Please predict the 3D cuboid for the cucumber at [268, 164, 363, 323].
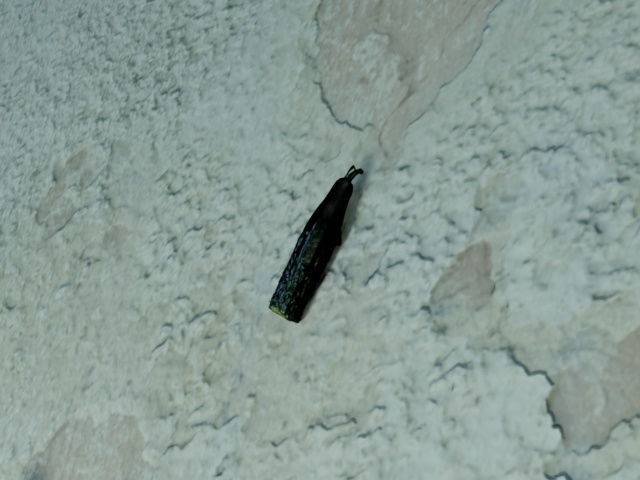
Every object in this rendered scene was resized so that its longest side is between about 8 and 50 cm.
[{"bbox_3d":[0.000,0.000,1.360,0.039,0.043,0.163,25,85,16],"label":"cucumber"}]
